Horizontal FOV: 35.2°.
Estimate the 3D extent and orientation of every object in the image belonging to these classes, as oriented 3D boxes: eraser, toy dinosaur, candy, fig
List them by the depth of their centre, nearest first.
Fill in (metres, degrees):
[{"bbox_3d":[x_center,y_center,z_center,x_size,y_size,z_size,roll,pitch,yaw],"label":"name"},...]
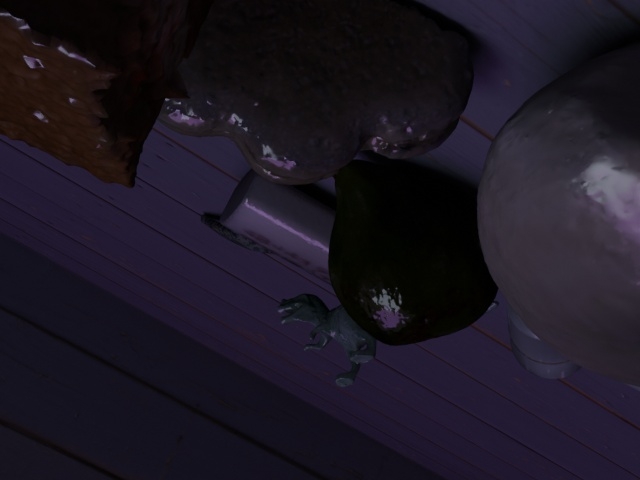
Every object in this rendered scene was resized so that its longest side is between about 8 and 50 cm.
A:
[{"bbox_3d":[0.309,0.022,0.821,0.386,0.186,0.427,18,157,7],"label":"candy"},{"bbox_3d":[0.088,0.000,1.153,0.245,0.195,0.195,58,158,-5],"label":"fig"},{"bbox_3d":[0.073,0.137,1.357,0.383,0.129,0.076,4,158,41],"label":"toy dinosaur"},{"bbox_3d":[0.000,0.000,1.425,0.270,0.095,0.174,31,166,-11],"label":"eraser"}]

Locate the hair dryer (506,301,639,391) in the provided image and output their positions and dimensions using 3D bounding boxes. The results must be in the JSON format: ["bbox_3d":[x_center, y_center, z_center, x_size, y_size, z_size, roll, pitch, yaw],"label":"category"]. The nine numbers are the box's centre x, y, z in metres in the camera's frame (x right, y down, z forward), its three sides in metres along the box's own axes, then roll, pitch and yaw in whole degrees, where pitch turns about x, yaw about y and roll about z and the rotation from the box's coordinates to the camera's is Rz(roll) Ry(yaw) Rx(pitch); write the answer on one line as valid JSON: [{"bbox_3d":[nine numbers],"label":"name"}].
[{"bbox_3d":[0.393,0.152,1.217,0.357,0.107,0.173,26,166,22],"label":"hair dryer"}]

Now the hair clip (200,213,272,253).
[{"bbox_3d":[-0.121,-0.009,1.677,0.229,0.036,0.066,13,153,38],"label":"hair clip"}]

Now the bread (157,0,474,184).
[{"bbox_3d":[-0.043,-0.153,0.871,0.337,0.183,0.102,26,172,2],"label":"bread"}]

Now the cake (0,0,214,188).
[{"bbox_3d":[-0.180,-0.224,0.653,0.282,0.290,0.256,27,165,-5],"label":"cake"}]
